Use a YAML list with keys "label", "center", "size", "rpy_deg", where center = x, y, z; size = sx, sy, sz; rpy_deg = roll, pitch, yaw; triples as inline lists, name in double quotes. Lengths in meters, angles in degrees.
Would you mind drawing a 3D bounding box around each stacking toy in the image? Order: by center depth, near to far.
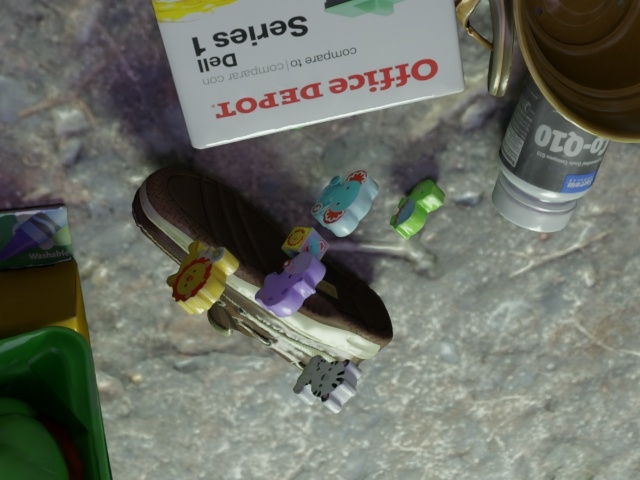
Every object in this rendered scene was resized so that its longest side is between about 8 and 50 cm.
- label: "stacking toy"
  center: [0.000, 0.000, 1.118]
  size: [0.167, 0.052, 0.221]
  rpy_deg: [44, 67, -33]

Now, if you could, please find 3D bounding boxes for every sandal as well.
- label: "sandal"
  center: [0.114, -0.190, 1.061]
  size: [0.049, 0.072, 0.180]
  rpy_deg: [-2, 126, 12]

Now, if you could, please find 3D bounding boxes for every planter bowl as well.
- label: "planter bowl"
  center: [0.206, -0.182, 1.043]
  size: [0.217, 0.090, 0.217]
  rpy_deg: [-6, 104, -24]

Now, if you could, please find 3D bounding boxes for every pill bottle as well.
- label: "pill bottle"
  center: [0.183, -0.080, 1.140]
  size: [0.078, 0.078, 0.137]
  rpy_deg: [7, 124, -13]

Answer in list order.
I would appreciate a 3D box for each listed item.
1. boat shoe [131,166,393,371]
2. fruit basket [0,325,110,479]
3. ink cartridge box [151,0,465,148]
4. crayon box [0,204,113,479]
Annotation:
- label: "boat shoe"
  center: [-0.060, 0.041, 1.183]
  size: [0.257, 0.095, 0.095]
  rpy_deg: [36, 120, -28]
- label: "fruit basket"
  center: [-0.331, 0.179, 1.034]
  size: [0.392, 0.283, 0.392]
  rpy_deg: [-10, 150, -6]
- label: "ink cartridge box"
  center: [-0.022, -0.219, 0.986]
  size: [0.201, 0.117, 0.278]
  rpy_deg: [-12, 127, 0]
- label: "crayon box"
  center: [-0.288, 0.134, 1.220]
  size: [0.203, 0.083, 0.323]
  rpy_deg: [-6, 125, -5]
